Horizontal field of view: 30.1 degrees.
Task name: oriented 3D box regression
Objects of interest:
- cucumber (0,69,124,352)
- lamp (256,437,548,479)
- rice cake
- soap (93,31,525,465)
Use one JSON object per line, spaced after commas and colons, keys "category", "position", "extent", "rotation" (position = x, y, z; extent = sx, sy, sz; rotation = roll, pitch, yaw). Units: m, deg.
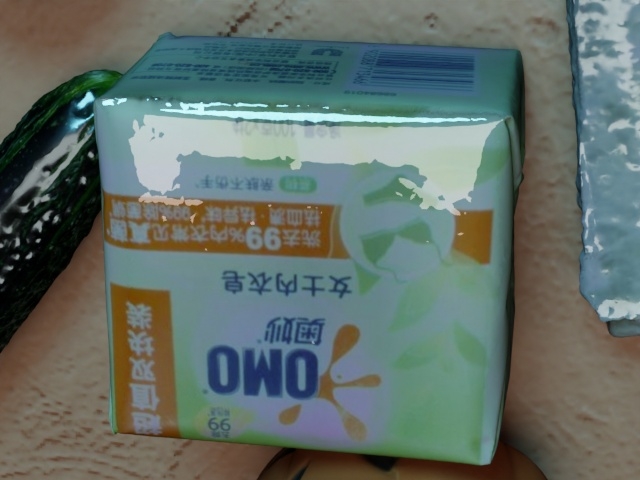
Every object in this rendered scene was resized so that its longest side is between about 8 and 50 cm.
{"category": "cucumber", "position": [-0.177, 0.002, 0.662], "extent": [0.074, 0.074, 0.241], "rotation": [38, 111, -6]}
{"category": "lamp", "position": [0.042, 0.184, 0.647], "extent": [0.188, 0.164, 0.187], "rotation": [2, 112, 6]}
{"category": "rice cake", "position": [0.148, -0.122, 0.569], "extent": [0.073, 0.056, 0.364], "rotation": [-5, 110, 11]}
{"category": "soap", "position": [0.000, 0.000, 0.597], "extent": [0.200, 0.138, 0.182], "rotation": [3, 112, 7]}
